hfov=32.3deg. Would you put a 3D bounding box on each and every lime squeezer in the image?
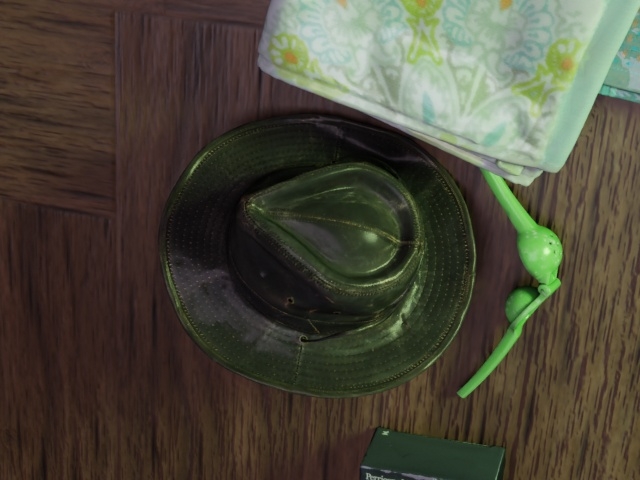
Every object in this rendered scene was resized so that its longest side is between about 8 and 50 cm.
[{"bbox_3d":[0.199,0.044,1.175,0.110,0.059,0.310,5,113,15],"label":"lime squeezer"}]

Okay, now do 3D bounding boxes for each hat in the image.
[{"bbox_3d":[0.000,0.000,1.093,0.331,0.134,0.331,0,77,-2],"label":"hat"}]

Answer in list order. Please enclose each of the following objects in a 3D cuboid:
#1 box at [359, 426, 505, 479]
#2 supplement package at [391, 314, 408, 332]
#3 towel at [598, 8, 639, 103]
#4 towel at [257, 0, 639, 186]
[{"bbox_3d":[0.127,0.316,1.284,0.156,0.093,0.158,6,111,15],"label":"box"},{"bbox_3d":[0.007,0.068,1.217,0.179,0.105,0.105,30,114,5],"label":"supplement package"},{"bbox_3d":[0.386,-0.269,0.970,0.271,0.040,0.370,17,125,10],"label":"towel"},{"bbox_3d":[0.131,-0.260,0.992,0.320,0.090,0.374,23,121,5],"label":"towel"}]
